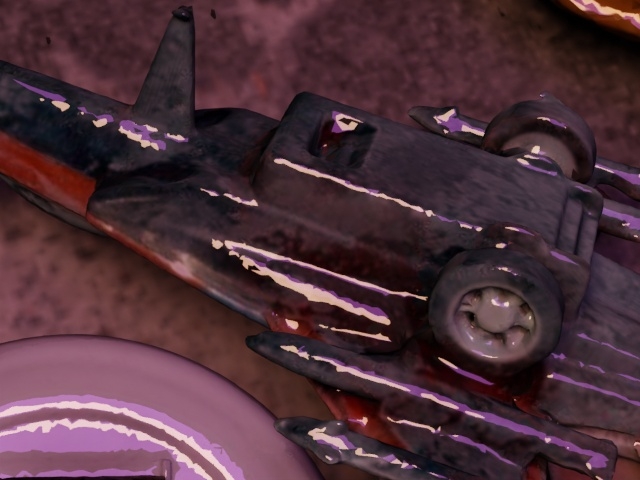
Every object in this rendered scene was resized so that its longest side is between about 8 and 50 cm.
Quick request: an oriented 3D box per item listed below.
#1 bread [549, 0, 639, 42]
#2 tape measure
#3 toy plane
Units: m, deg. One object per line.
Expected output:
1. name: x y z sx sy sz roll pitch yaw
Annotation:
1. bread: 0.106 -0.241 0.567 0.179 0.194 0.340 11 73 -6
2. tape measure: -0.080 0.114 0.458 0.196 0.105 0.178 -8 71 -10
3. toy plane: 0.003 -0.005 0.492 0.326 0.104 0.223 30 36 -4
